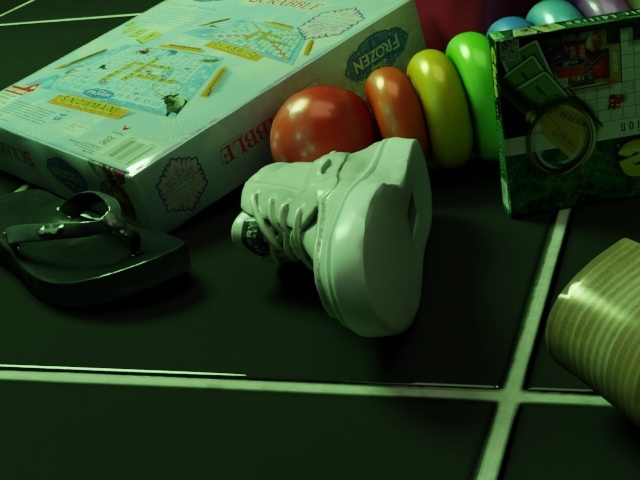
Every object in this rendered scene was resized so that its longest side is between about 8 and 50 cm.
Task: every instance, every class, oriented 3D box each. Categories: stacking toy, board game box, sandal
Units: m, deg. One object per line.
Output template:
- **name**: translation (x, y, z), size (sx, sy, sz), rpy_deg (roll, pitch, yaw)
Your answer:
- **stacking toy**: translation (0.122, -0.108, 0.917), size (0.330, 0.141, 0.141), rpy_deg (-17, 24, -1)
- **board game box**: translation (0.254, -0.103, 0.821), size (0.260, 0.136, 0.030), rpy_deg (-10, 26, -2)
- **sandal**: translation (-0.198, -0.007, 0.865), size (0.097, 0.054, 0.254), rpy_deg (-28, 30, -37)
- **board game box**: translation (-0.121, -0.143, 1.062), size (0.318, 0.066, 0.319), rpy_deg (-36, 35, -26)

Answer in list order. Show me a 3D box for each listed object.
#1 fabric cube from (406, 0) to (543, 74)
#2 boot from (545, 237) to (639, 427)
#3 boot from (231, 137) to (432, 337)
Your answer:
- **fabric cube**: translation (0.164, -0.308, 1.064), size (0.259, 0.258, 0.254), rpy_deg (-30, 45, -24)
- **boot**: translation (0.272, 0.012, 0.537), size (0.283, 0.109, 0.220), rpy_deg (-37, 39, -19)
- **boot**: translation (0.000, 0.000, 0.756), size (0.123, 0.095, 0.258), rpy_deg (-9, 14, 14)
